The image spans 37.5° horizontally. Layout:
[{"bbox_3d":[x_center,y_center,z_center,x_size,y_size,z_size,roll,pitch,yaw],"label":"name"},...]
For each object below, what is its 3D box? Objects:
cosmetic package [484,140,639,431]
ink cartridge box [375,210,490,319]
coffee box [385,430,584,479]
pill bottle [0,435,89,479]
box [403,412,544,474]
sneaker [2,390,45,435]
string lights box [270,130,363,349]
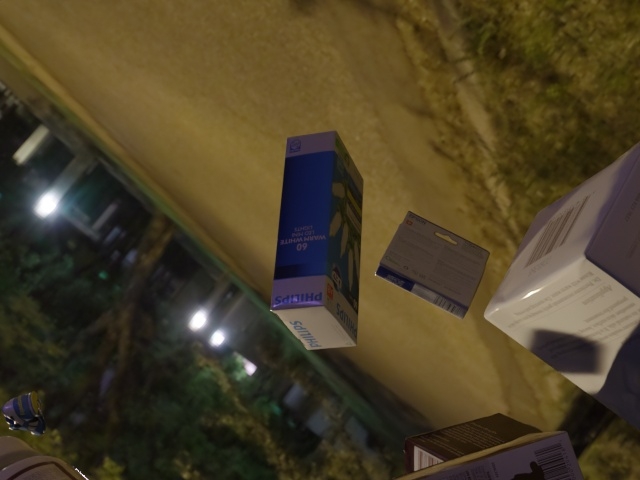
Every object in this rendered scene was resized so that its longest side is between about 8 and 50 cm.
[{"bbox_3d":[0.381,0.102,0.904,0.385,0.156,0.217,36,155,-3],"label":"cosmetic package"},{"bbox_3d":[0.257,0.052,2.136,0.223,0.224,0.045,28,130,6],"label":"ink cartridge box"},{"bbox_3d":[0.123,0.268,0.918,0.141,0.246,0.098,96,157,-76],"label":"coffee box"},{"bbox_3d":[-0.239,0.267,0.838,0.221,0.121,0.121,23,163,39],"label":"pill bottle"},{"bbox_3d":[0.261,0.392,1.492,0.203,0.167,0.168,-7,-169,-29],"label":"box"},{"bbox_3d":[-0.503,0.297,1.604,0.144,0.059,0.053,102,149,-60],"label":"sneaker"},{"bbox_3d":[0.000,0.000,1.260,0.077,0.259,0.133,-7,150,18],"label":"string lights box"}]
